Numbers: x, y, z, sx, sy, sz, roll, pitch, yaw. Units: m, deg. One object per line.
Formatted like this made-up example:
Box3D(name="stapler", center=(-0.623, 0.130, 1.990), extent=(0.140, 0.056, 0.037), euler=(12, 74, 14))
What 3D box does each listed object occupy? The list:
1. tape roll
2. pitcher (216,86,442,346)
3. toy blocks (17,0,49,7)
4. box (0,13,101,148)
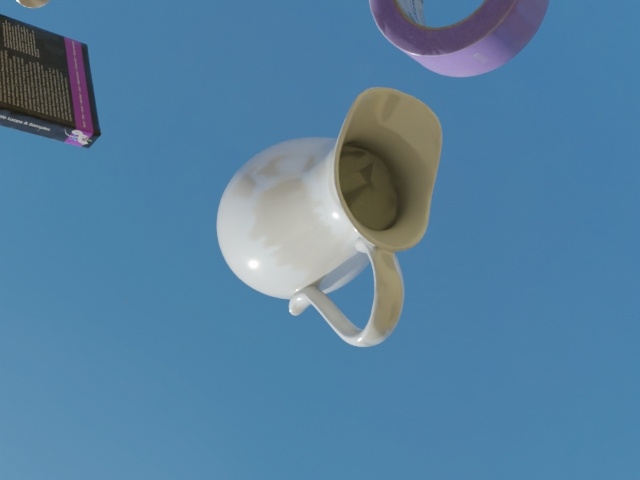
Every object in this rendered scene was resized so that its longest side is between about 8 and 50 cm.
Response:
Box3D(name="tape roll", center=(0.154, -0.284, 0.991), extent=(0.189, 0.080, 0.189), euler=(-6, -102, 31))
Box3D(name="pitcher", center=(0.000, 0.000, 0.678), extent=(0.125, 0.207, 0.177), euler=(14, -109, -28))
Box3D(name="toy blocks", center=(-0.400, -0.418, 0.907), extent=(0.289, 0.309, 0.260), euler=(1, -137, -30))
Box3D(name="box", center=(-0.281, -0.152, 0.799), extent=(0.162, 0.029, 0.116), euler=(15, -131, -42))
